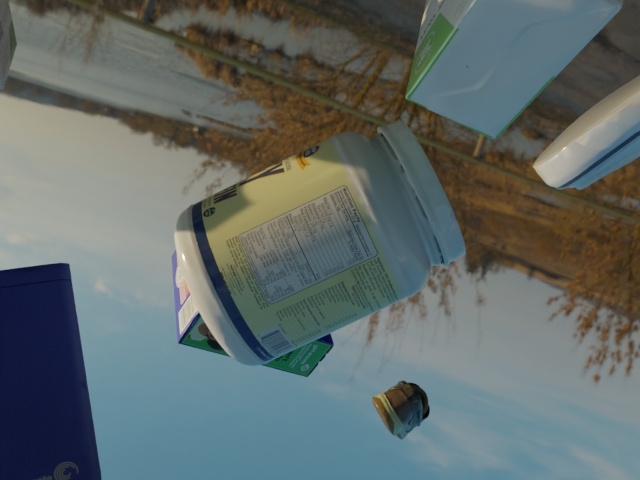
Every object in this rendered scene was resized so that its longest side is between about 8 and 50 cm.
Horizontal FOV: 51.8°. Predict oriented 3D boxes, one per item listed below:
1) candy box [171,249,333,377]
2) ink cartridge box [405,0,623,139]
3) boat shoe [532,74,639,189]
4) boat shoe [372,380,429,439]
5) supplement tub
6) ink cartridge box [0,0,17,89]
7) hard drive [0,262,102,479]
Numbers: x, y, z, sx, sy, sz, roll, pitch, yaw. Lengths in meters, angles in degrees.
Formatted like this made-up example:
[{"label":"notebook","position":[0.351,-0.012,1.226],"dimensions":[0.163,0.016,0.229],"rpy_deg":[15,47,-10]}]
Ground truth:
[{"label":"candy box","position":[-0.151,0.128,1.432],"dimensions":[0.317,0.122,0.268],"rpy_deg":[20,-148,-29]},{"label":"ink cartridge box","position":[0.209,-0.316,0.718],"dimensions":[0.119,0.353,0.207],"rpy_deg":[21,147,-10]},{"label":"boat shoe","position":[0.274,-0.097,0.445],"dimensions":[0.084,0.258,0.095],"rpy_deg":[56,-169,-2]},{"label":"boat shoe","position":[0.091,0.176,0.694],"dimensions":[0.056,0.049,0.152],"rpy_deg":[63,-176,14]},{"label":"supplement tub","position":[0.000,0.000,0.873],"dimensions":[0.325,0.235,0.235],"rpy_deg":[-26,-176,4]},{"label":"ink cartridge box","position":[-0.493,-0.341,0.905],"dimensions":[0.093,0.219,0.160],"rpy_deg":[-4,-141,-13]},{"label":"hard drive","position":[-0.402,0.177,0.814],"dimensions":[0.210,0.040,0.318],"rpy_deg":[-8,-125,-22]}]
